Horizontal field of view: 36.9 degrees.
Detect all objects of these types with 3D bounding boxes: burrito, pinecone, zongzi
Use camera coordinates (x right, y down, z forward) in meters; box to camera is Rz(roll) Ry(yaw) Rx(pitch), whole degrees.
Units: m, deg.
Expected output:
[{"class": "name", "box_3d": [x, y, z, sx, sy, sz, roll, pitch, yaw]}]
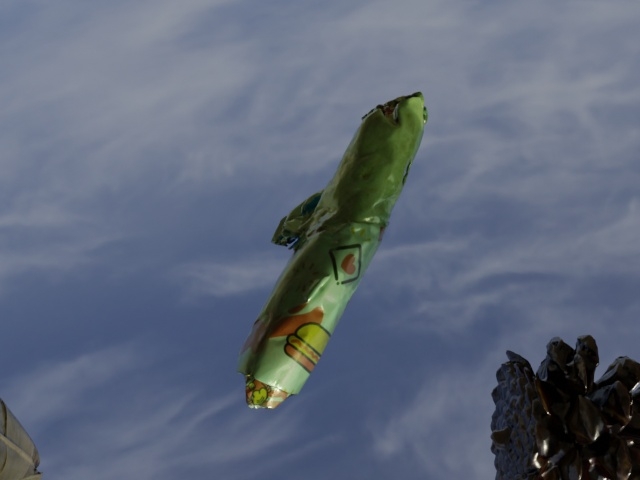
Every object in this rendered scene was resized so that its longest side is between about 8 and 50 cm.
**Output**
[{"class": "burrito", "box_3d": [0.000, 0.000, 0.786, 0.104, 0.054, 0.288, 19, -101, 51]}, {"class": "pinecone", "box_3d": [0.176, 0.130, 0.643, 0.121, 0.140, 0.140, 2, -139, -12]}, {"class": "zongzi", "box_3d": [-0.291, 0.208, 0.814, 0.079, 0.160, 0.176, -25, -139, 0]}]
